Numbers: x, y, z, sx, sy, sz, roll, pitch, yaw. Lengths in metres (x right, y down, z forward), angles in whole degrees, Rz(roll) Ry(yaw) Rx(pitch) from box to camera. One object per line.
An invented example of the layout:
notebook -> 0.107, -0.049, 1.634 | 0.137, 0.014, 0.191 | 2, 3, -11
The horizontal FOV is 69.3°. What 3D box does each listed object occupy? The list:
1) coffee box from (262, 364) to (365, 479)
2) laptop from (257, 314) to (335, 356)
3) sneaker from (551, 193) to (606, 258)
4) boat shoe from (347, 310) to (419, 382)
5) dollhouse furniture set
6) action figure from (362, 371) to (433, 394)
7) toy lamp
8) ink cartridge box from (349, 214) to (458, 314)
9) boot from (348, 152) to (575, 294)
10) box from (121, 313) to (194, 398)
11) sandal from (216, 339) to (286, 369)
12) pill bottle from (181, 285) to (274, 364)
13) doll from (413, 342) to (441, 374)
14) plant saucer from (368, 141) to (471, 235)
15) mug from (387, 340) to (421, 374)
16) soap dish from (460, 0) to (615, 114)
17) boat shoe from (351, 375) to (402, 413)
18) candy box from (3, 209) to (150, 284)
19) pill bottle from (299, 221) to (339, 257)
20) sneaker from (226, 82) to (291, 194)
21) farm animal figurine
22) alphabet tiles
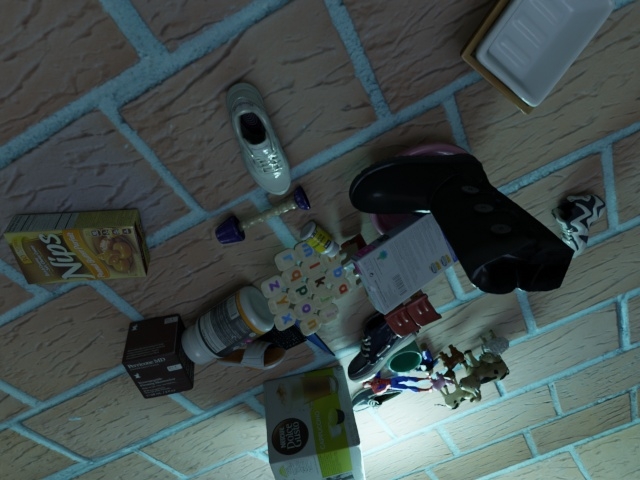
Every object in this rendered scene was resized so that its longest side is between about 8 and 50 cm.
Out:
coffee box -> -0.027, 0.754, 1.809 | 0.334, 0.338, 0.338 | -11, 130, -2
laptop -> -0.122, 0.343, 1.593 | 0.264, 0.137, 0.234 | -27, 128, 10
sneaker -> 0.793, -0.046, 1.494 | 0.152, 0.094, 0.235 | 6, 126, -14
boat shoe -> 0.187, 0.377, 1.704 | 0.158, 0.127, 0.340 | 37, 106, -26
dollhouse furniture set -> 0.210, 0.103, 1.437 | 0.152, 0.201, 0.374 | -30, 121, 13
action figure -> 0.301, 0.554, 1.853 | 0.280, 0.092, 0.139 | -7, 134, 12
toy lamp -> -0.165, -0.065, 1.297 | 0.274, 0.080, 0.080 | -25, 129, 8
ink cartridge box -> 0.251, 0.043, 1.293 | 0.311, 0.065, 0.186 | -32, 112, -11
boot -> 0.284, -0.039, 1.061 | 0.366, 0.445, 0.146 | -13, 129, -1
box -> -0.523, 0.381, 1.522 | 0.168, 0.167, 0.203 | -11, 129, -2
sandal -> -0.251, 0.388, 1.602 | 0.265, 0.102, 0.076 | -4, 116, 18
pill bottle -> -0.299, 0.278, 1.489 | 0.278, 0.162, 0.162 | -33, 127, 15
doll -> 0.429, 0.491, 1.879 | 0.129, 0.046, 0.189 | -21, 129, 5
plant saucer -> 0.291, -0.139, 1.326 | 0.331, 0.084, 0.332 | -6, 129, -8
mug -> 0.307, 0.437, 1.778 | 0.129, 0.097, 0.158 | 9, 126, -19
soap dish -> 0.472, -0.470, 1.033 | 0.228, 0.118, 0.291 | 30, 106, -21
boat shoe -> 0.237, 0.668, 1.959 | 0.254, 0.079, 0.095 | -32, 128, 14
candy box -> -0.647, 0.018, 1.260 | 0.316, 0.088, 0.183 | -4, 129, -8
pill bottle -> 0.000, 0.000, 1.381 | 0.116, 0.065, 0.065 | 36, 114, -25
sneaker -> -0.151, -0.218, 1.131 | 0.114, 0.152, 0.305 | -21, 131, 3
farm animal figurine -> 0.612, 0.553, 1.860 | 0.326, 0.172, 0.331 | -21, 133, -6
alphabet tiles -> -0.041, 0.145, 1.428 | 0.277, 0.021, 0.284 | -26, 108, -22
